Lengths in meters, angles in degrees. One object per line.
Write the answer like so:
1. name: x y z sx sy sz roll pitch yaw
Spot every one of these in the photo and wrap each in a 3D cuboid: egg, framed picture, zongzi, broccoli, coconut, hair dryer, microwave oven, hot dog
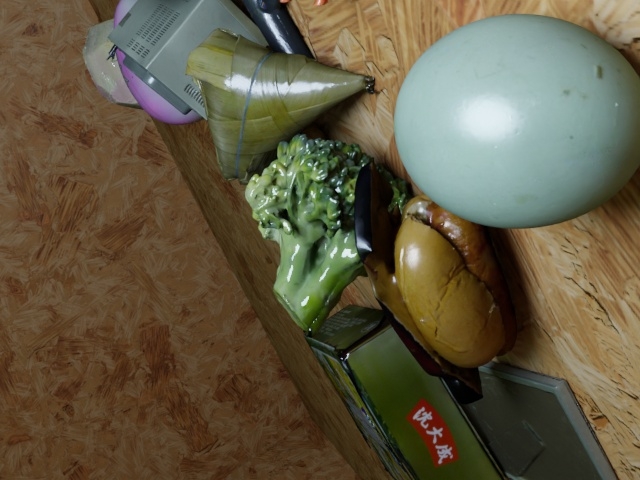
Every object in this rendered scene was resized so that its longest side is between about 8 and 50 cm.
1. egg: -0.302 -0.364 1.290 0.196 0.196 0.271 -176 72 -73
2. egg: 0.136 -0.083 0.462 0.192 0.149 0.149 32 150 58
3. framed picture: 0.291 0.275 0.922 0.247 0.022 0.335 60 165 -6
4. zongzi: -0.041 -0.160 0.893 0.256 0.115 0.228 13 143 16
5. broccoli: 0.000 0.000 0.868 0.248 0.245 0.288 12 150 51
6. coconut: -0.436 -0.418 1.547 0.227 0.227 0.230 31 142 61
7. hair dryer: -0.047 -0.318 0.824 0.173 0.050 0.195 58 163 -7
8. microwave oven: -0.224 -0.320 1.067 0.145 0.194 0.240 35 -176 -41
9. hot dog: 0.159 0.047 0.729 0.326 0.107 0.194 44 -138 -46

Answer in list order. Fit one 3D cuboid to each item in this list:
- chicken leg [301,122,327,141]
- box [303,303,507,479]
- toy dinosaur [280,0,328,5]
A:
1. chicken leg: -0.046 -0.169 1.055 0.207 0.085 0.101 57 180 44
2. box: 0.140 0.315 1.222 0.372 0.138 0.420 59 169 -2
3. toy dinosaur: -0.026 -0.313 0.701 0.280 0.055 0.101 33 129 31
